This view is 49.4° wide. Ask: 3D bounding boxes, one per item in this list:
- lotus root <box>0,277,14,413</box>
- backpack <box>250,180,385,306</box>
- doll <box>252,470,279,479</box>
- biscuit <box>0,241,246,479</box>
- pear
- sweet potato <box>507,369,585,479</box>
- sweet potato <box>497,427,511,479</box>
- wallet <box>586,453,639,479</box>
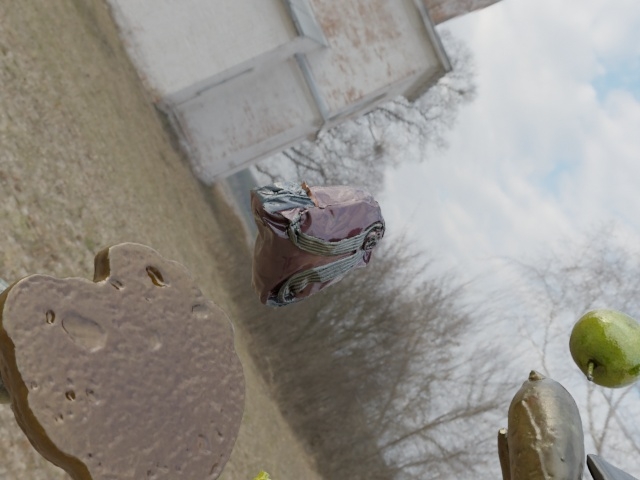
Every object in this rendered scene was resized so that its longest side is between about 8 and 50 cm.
[{"bbox_3d":[-0.532,0.149,1.087,0.349,0.175,0.175,36,-8,9],"label":"lotus root"},{"bbox_3d":[0.000,0.000,1.582,0.197,0.317,0.283,-127,-145,-52],"label":"backpack"},{"bbox_3d":[-0.125,0.518,1.298,0.106,0.162,0.062,40,-27,-26],"label":"doll"},{"bbox_3d":[-0.262,0.174,0.943,0.381,0.074,0.359,38,44,-22],"label":"biscuit"},{"bbox_3d":[0.624,0.247,1.530,0.180,0.216,0.166,55,-35,16],"label":"pear"},{"bbox_3d":[0.357,0.386,1.123,0.423,0.130,0.130,-66,144,-44],"label":"sweet potato"},{"bbox_3d":[0.395,0.487,1.377,0.244,0.077,0.077,61,-3,-1],"label":"sweet potato"},{"bbox_3d":[0.474,0.435,0.890,0.197,0.051,0.377,33,18,-14],"label":"wallet"}]
